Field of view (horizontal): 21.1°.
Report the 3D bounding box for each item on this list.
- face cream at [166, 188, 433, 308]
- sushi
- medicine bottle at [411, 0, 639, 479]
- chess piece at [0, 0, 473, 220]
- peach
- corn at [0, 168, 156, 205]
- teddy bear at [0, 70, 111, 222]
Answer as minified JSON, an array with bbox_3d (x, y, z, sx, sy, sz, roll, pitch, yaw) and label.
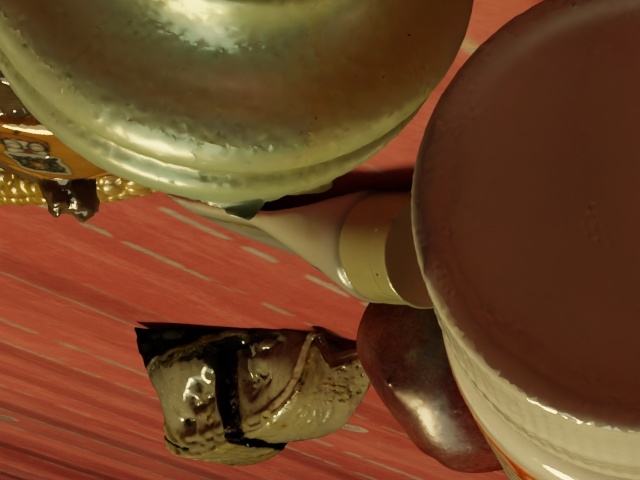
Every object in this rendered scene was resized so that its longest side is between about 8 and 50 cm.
[{"bbox_3d":[0.000,0.000,1.104,0.114,0.070,0.224,24,169,-35],"label":"face cream"},{"bbox_3d":[-0.047,0.147,1.533,0.273,0.109,0.134,-2,159,39],"label":"sushi"},{"bbox_3d":[0.166,0.039,0.825,0.211,0.211,0.371,8,164,16],"label":"medicine bottle"},{"bbox_3d":[-0.014,-0.148,0.480,0.176,0.175,0.298,13,151,-2],"label":"chess piece"},{"bbox_3d":[0.090,0.077,1.119,0.152,0.152,0.152,11,164,3],"label":"peach"},{"bbox_3d":[-0.186,-0.062,0.941,0.292,0.101,0.101,0,160,33],"label":"corn"},{"bbox_3d":[-0.114,-0.089,0.704,0.177,0.140,0.190,10,170,13],"label":"teddy bear"}]
